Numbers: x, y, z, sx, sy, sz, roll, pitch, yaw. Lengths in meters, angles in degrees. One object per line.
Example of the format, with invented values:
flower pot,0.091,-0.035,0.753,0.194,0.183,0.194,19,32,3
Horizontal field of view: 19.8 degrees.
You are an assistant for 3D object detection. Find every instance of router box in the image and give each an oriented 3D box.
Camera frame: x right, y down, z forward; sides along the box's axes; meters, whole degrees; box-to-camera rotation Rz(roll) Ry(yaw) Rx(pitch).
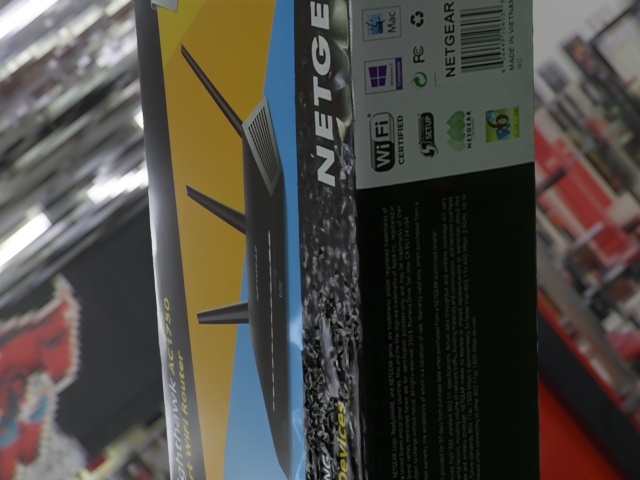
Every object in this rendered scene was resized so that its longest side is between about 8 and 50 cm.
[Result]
router box,0.000,0.000,0.427,0.046,0.179,0.133,-9,16,-23
